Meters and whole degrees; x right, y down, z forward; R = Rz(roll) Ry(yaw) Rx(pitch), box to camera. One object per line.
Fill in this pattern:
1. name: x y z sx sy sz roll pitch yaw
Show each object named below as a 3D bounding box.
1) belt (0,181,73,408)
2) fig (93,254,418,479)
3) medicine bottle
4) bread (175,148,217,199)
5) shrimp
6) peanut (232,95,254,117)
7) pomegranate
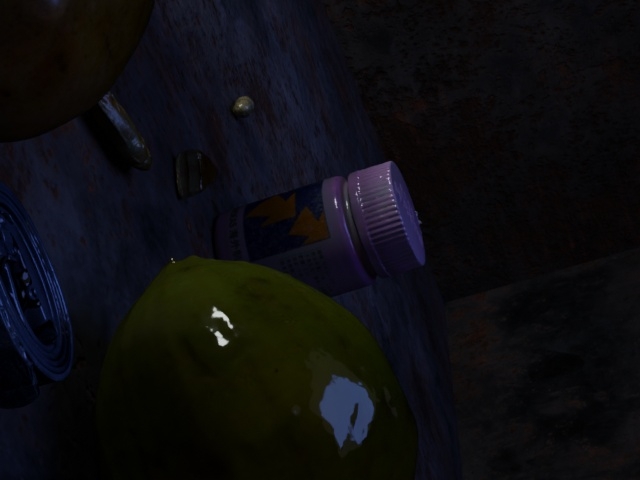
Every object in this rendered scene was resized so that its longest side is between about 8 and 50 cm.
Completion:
1. belt: -0.282 0.047 1.001 0.141 0.082 0.190 -62 132 -77
2. fig: -0.076 0.180 1.205 0.343 0.343 0.343 -17 90 -77
3. medicine bottle: 0.000 0.000 1.793 0.178 0.290 0.178 -18 90 -76
4. bread: -0.184 -0.103 1.703 0.109 0.043 0.062 -60 133 -72
5. shrimp: -0.263 -0.155 1.456 0.101 0.042 0.190 57 -1 42
6. peanut: -0.137 -0.241 2.102 0.083 0.037 0.037 -57 129 -71
7. pomegranate: -0.277 -0.239 0.948 0.322 0.322 0.322 -17 90 -77
